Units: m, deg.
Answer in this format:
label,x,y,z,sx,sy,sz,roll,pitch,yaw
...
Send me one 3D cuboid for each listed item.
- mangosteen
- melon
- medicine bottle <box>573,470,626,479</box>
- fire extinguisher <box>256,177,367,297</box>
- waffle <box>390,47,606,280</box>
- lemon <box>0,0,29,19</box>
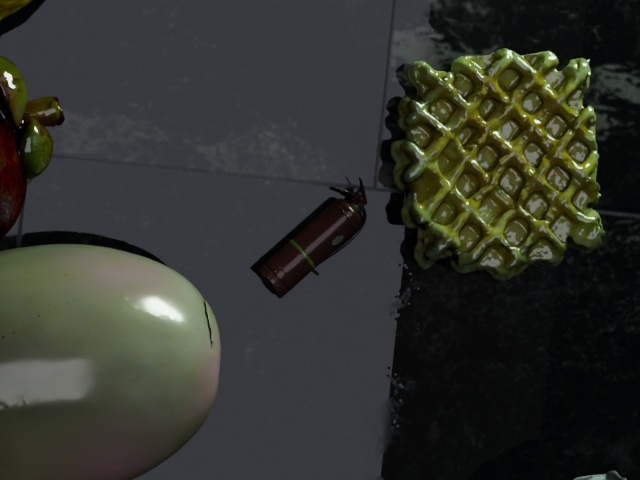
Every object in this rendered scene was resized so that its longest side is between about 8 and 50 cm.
label,x,y,z,sx,sy,sz,roll,pitch,yaw
mangosteen,-0.315,-0.078,1.403,0.199,0.200,0.200,-1,94,-11
melon,-0.245,0.115,1.406,0.317,0.223,0.223,-5,95,-11
medicine bottle,0.325,0.403,1.554,0.190,0.190,0.332,-44,100,-6
fire extinguisher,0.000,0.000,1.540,0.132,0.039,0.056,-41,133,-7
waffle,0.168,-0.072,1.561,0.204,0.054,0.223,-5,93,-11
lemon,-0.313,-0.293,1.364,0.228,0.228,0.254,13,86,-12
